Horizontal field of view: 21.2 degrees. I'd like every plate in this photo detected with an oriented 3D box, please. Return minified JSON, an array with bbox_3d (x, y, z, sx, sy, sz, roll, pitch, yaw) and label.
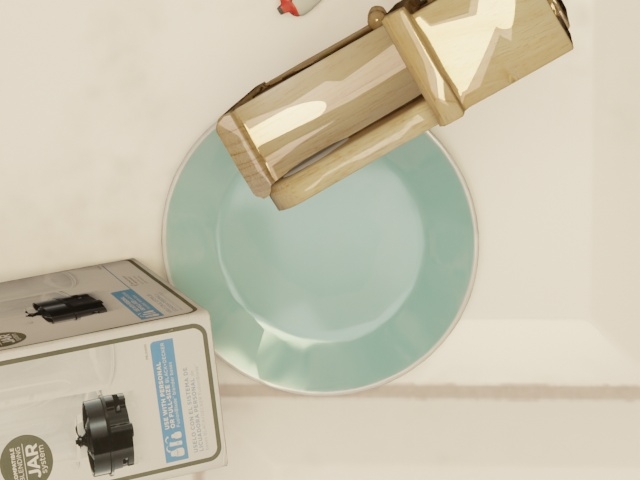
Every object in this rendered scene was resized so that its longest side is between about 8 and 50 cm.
[{"bbox_3d":[0.000,0.000,1.016,0.188,0.024,0.188,1,104,5],"label":"plate"}]

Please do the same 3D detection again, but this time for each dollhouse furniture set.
[{"bbox_3d":[-0.041,-0.217,0.826,0.174,0.303,0.355,-29,98,12],"label":"dollhouse furniture set"}]

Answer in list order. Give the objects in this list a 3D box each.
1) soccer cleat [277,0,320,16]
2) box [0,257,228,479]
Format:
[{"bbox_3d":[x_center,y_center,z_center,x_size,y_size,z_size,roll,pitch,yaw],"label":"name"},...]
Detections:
[{"bbox_3d":[-0.025,-0.168,0.978,0.036,0.029,0.083,-30,102,2],"label":"soccer cleat"},{"bbox_3d":[-0.214,0.089,0.928,0.290,0.169,0.087,-10,104,-17],"label":"box"}]
